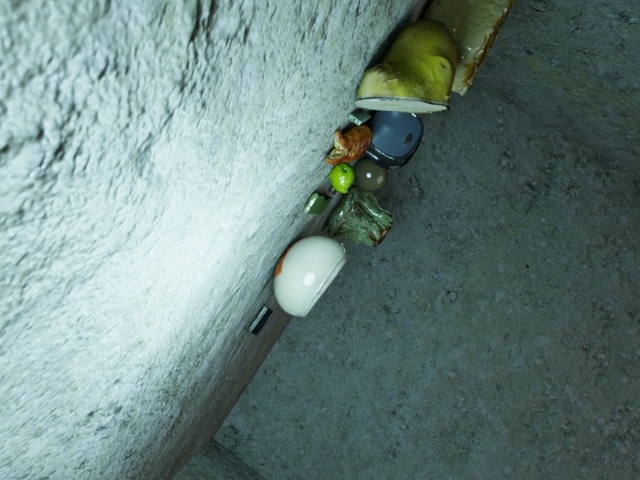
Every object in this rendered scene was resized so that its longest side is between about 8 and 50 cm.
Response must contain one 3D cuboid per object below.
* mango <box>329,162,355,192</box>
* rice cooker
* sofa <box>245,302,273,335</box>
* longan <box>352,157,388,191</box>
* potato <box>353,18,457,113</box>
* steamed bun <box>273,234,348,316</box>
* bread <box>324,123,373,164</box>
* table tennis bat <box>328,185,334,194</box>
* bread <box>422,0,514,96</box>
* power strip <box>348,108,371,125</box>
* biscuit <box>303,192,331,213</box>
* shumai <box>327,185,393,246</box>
[{"bbox_3d":[0.086,-0.254,1.692,0.178,0.100,0.119,-7,122,-86],"label":"mango"},{"bbox_3d":[0.288,-0.428,1.725,0.267,0.267,0.224,-58,179,4],"label":"rice cooker"},{"bbox_3d":[-0.301,0.375,2.013,0.147,0.060,0.085,-56,155,-11],"label":"sofa"},{"bbox_3d":[0.236,-0.328,2.107,0.204,0.185,0.159,-17,-139,23],"label":"longan"},{"bbox_3d":[0.278,-0.574,1.362,0.397,0.290,0.296,-3,102,-34],"label":"potato"},{"bbox_3d":[-0.062,0.132,1.780,0.374,0.241,0.374,-56,177,-4],"label":"steamed bun"},{"bbox_3d":[0.108,-0.341,1.507,0.269,0.095,0.139,-40,154,-54],"label":"bread"},{"bbox_3d":[0.083,-0.261,1.944,0.131,0.022,0.234,-61,173,28],"label":"table tennis bat"},{"bbox_3d":[0.561,-0.843,1.653,0.371,0.279,0.390,-58,170,-6],"label":"bread"},{"bbox_3d":[0.137,-0.433,1.470,0.019,0.051,0.136,-54,175,36],"label":"power strip"},{"bbox_3d":[-0.007,-0.154,1.744,0.099,0.038,0.322,-55,173,10],"label":"biscuit"},{"bbox_3d":[0.242,-0.122,2.373,0.397,0.323,0.324,-50,172,-44],"label":"shumai"}]
